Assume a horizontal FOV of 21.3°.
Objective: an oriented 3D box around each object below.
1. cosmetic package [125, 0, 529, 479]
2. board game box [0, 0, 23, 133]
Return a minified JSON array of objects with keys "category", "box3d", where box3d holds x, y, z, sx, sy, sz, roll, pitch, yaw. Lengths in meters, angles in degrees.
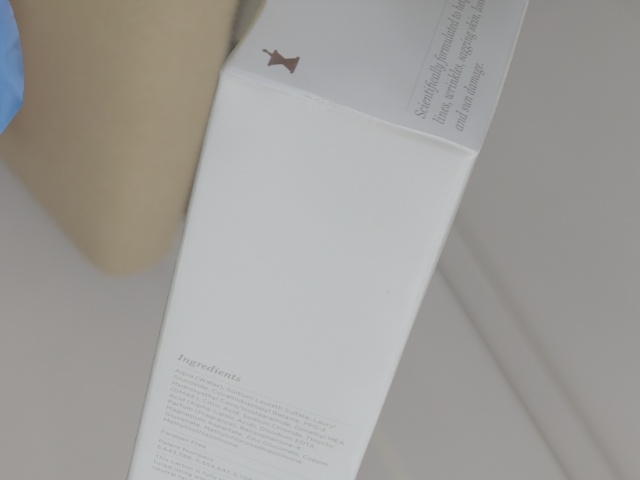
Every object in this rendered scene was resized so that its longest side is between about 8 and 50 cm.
[{"category":"cosmetic package","box3d":[0.000,0.000,1.098,0.217,0.156,0.385,-68,178,-46]},{"category":"board game box","box3d":[-0.194,-0.052,0.668,0.169,0.033,0.133,-57,142,-16]}]
